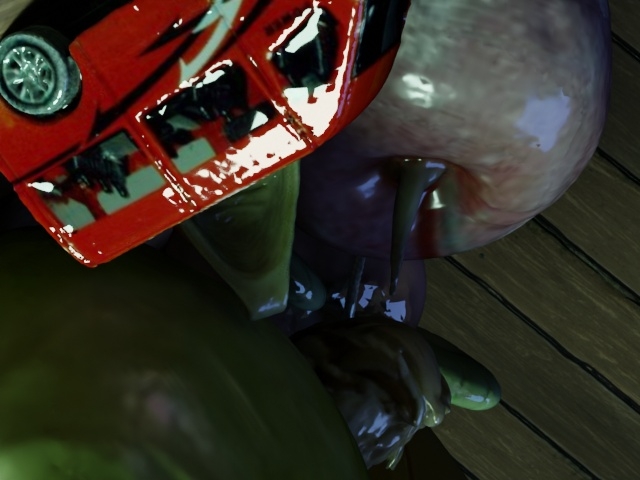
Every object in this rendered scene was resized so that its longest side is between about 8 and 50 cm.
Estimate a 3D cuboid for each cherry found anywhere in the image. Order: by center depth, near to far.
[{"bbox_3d":[0.057,-0.100,0.833,0.236,0.213,0.285,-24,-135,51],"label":"cherry"}]

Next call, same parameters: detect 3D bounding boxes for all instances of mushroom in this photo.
[{"bbox_3d":[-0.095,0.136,0.908,0.397,0.126,0.177,-13,-149,42],"label":"mushroom"}]

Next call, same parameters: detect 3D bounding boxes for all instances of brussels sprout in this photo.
[{"bbox_3d":[-0.099,0.148,0.663,0.247,0.328,0.328,-19,-167,26],"label":"brussels sprout"}]

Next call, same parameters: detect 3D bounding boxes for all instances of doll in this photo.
[{"bbox_3d":[0.000,0.000,1.016,0.216,0.284,0.268,-54,-153,5],"label":"doll"}]

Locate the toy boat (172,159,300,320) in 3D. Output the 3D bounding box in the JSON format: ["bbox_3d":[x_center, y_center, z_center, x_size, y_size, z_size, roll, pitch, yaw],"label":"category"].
[{"bbox_3d":[-0.047,-0.058,0.635,0.089,0.185,0.071,-18,-155,-20],"label":"toy boat"}]

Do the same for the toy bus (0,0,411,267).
[{"bbox_3d":[-0.029,-0.070,0.522,0.195,0.089,0.081,-27,-170,27],"label":"toy bus"}]

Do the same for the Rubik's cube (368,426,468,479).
[{"bbox_3d":[-0.089,0.281,1.249,0.351,0.352,0.347,-49,153,25],"label":"Rubik's cube"}]
